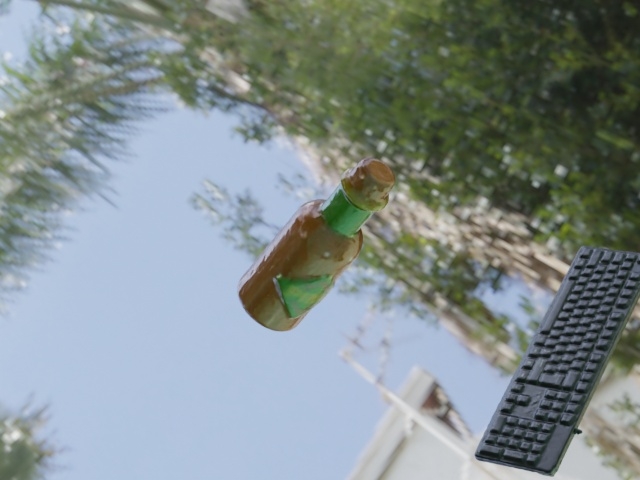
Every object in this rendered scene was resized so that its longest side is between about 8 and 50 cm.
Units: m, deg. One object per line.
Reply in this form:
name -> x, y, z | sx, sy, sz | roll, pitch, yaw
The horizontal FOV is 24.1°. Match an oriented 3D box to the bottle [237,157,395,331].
bottle -> 0.000, 0.000, 1.270 | 0.069, 0.069, 0.187 | 0, -39, -39

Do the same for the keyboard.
keyboard -> 0.270, 0.123, 1.616 | 0.309, 0.101, 0.018 | -57, -41, -32
